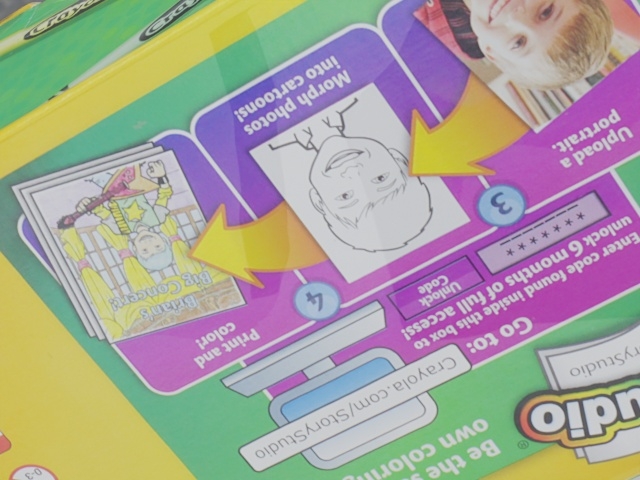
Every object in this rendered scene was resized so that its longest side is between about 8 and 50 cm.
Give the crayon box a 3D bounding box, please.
[{"bbox_3d":[0.000,0.000,0.477,0.165,0.278,0.081,53,21,-25],"label":"crayon box"}]
